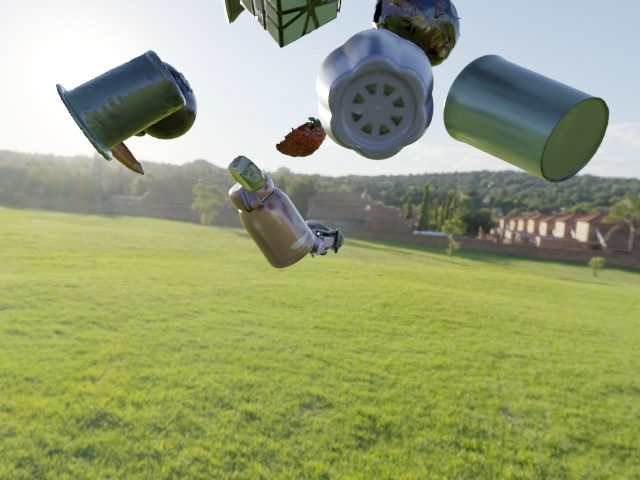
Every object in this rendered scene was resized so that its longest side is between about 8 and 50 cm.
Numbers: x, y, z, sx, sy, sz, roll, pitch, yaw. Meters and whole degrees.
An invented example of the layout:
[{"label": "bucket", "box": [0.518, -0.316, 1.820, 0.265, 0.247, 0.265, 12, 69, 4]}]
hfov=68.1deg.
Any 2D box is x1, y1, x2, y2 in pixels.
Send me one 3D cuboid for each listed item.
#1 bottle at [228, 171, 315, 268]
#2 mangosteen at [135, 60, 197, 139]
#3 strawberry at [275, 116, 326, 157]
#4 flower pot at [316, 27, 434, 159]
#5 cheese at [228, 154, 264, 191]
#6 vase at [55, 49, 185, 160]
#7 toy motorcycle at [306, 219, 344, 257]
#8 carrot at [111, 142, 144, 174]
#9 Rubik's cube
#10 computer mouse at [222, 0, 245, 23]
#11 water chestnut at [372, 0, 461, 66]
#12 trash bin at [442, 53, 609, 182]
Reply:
[{"label": "bottle", "box": [-0.155, -0.065, 1.475, 0.173, 0.296, 0.206, -29, 23, 6]}, {"label": "mangosteen", "box": [-0.609, -0.510, 1.765, 0.293, 0.297, 0.297, -41, -17, 26]}, {"label": "strawberry", "box": [-0.065, -0.400, 1.939, 0.175, 0.106, 0.236, -18, -10, -32]}, {"label": "flower pot", "box": [0.116, -0.277, 0.941, 0.266, 0.264, 0.243, 3, 24, 1]}, {"label": "cheese", "box": [-0.194, -0.167, 1.184, 0.047, 0.092, 0.171, -43, 31, -14]}, {"label": "vase", "box": [-0.557, -0.401, 1.370, 0.291, 0.244, 0.245, -31, 12, -7]}, {"label": "toy motorcycle", "box": [0.000, 0.000, 2.042, 0.188, 0.142, 0.327, 13, 14, 8]}, {"label": "carrot", "box": [-0.700, -0.307, 1.693, 0.205, 0.072, 0.072, 43, 8, 1]}, {"label": "Rubik's cube", "box": [-0.110, -0.925, 1.680, 0.294, 0.283, 0.288, -36, -15, -16]}, {"label": "computer mouse", "box": [-0.343, -1.110, 1.955, 0.146, 0.228, 0.429, 10, -34, -22]}, {"label": "water chestnut", "box": [0.284, -0.665, 1.521, 0.301, 0.299, 0.300, 3, 6, 0]}, {"label": "trash bin", "box": [0.572, -0.369, 1.399, 0.281, 0.280, 0.432, -1, 32, -33]}]
